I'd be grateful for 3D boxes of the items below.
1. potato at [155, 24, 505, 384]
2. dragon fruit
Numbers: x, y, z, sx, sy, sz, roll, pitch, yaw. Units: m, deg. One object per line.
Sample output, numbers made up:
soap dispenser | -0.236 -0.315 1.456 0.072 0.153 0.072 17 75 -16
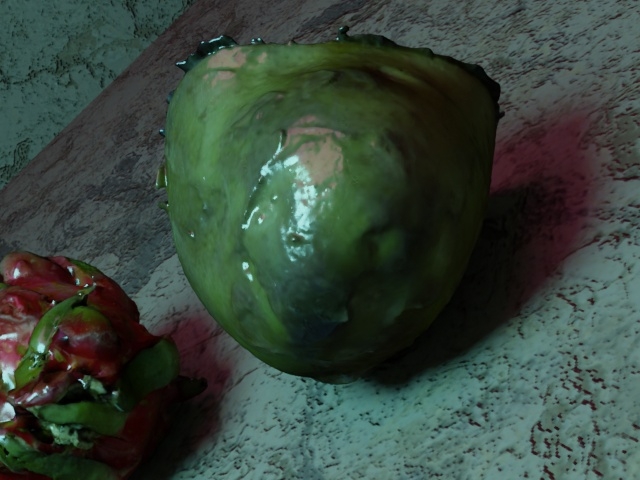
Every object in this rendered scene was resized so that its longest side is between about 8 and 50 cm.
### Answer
potato | 0.000 0.000 0.876 0.300 0.289 0.237 -1 53 4
dragon fruit | -0.254 0.136 1.018 0.231 0.237 0.302 -48 17 -4
